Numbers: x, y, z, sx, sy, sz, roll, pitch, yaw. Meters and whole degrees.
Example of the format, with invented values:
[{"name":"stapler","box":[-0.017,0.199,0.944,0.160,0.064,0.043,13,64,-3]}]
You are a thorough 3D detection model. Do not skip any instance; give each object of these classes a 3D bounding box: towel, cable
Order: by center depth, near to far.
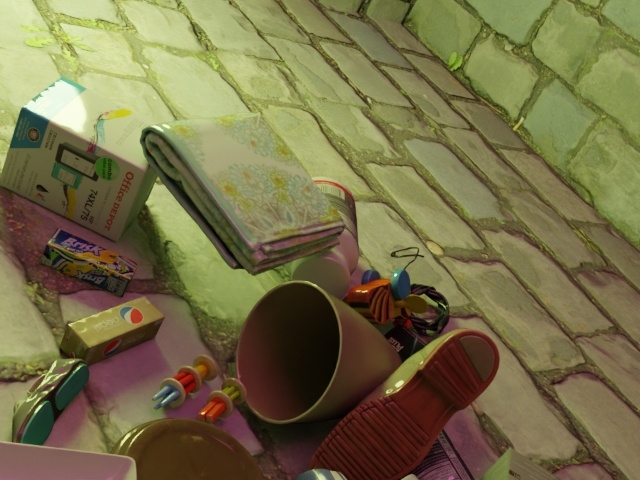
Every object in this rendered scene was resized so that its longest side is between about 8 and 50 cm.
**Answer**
[{"name":"towel","box":[-0.150,-0.106,1.653,0.321,0.090,0.374,-16,64,-52]},{"name":"cable","box":[0.248,0.164,1.989,0.151,0.047,0.184,31,32,10]}]

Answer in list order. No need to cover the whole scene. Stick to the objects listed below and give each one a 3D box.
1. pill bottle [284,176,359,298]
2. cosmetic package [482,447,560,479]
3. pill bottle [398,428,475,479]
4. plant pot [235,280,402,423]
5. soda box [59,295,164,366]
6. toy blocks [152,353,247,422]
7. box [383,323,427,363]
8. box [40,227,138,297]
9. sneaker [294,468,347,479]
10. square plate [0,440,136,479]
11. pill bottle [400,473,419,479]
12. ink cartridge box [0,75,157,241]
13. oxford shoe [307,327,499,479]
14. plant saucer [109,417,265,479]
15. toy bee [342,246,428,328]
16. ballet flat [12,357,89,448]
[{"name":"pill bottle","box":[0.000,0.000,1.877,0.176,0.176,0.318,22,31,-14]},{"name":"cosmetic package","box":[0.369,0.518,1.500,0.127,0.107,0.238,32,27,-3]},{"name":"pill bottle","box":[0.214,0.450,1.438,0.130,0.130,0.245,6,39,-36]},{"name":"plant pot","box":[0.027,0.232,1.524,0.274,0.256,0.256,23,27,-45]},{"name":"soda box","box":[-0.367,0.161,1.435,0.061,0.058,0.181,42,31,19]},{"name":"toy blocks","box":[-0.213,0.273,1.405,0.123,0.054,0.148,37,30,12]},{"name":"box","box":[0.188,0.281,1.720,0.180,0.077,0.147,40,32,16]},{"name":"box","box":[-0.442,0.043,1.550,0.169,0.054,0.059,25,31,-10]},{"name":"sneaker","box":[-0.037,0.470,1.192,0.182,0.127,0.315,20,33,-22]},{"name":"square plate","box":[-0.406,0.411,1.026,0.347,0.049,0.344,15,36,-24]},{"name":"pill bottle","box":[0.204,0.534,1.239,0.334,0.188,0.188,46,34,22]},{"name":"ink cartridge box","box":[-0.482,-0.172,1.692,0.270,0.198,0.197,26,31,-6]},{"name":"oxford shoe","box":[0.145,0.305,1.430,0.140,0.397,0.146,52,-1,-1]},{"name":"plant saucer","box":[-0.199,0.383,1.269,0.278,0.041,0.278,23,31,-14]},{"name":"toy bee","box":[0.169,0.138,1.833,0.298,0.162,0.195,-21,17,-36]},{"name":"ballet flat","box":[-0.432,0.255,1.248,0.068,0.072,0.213,5,27,12]}]
